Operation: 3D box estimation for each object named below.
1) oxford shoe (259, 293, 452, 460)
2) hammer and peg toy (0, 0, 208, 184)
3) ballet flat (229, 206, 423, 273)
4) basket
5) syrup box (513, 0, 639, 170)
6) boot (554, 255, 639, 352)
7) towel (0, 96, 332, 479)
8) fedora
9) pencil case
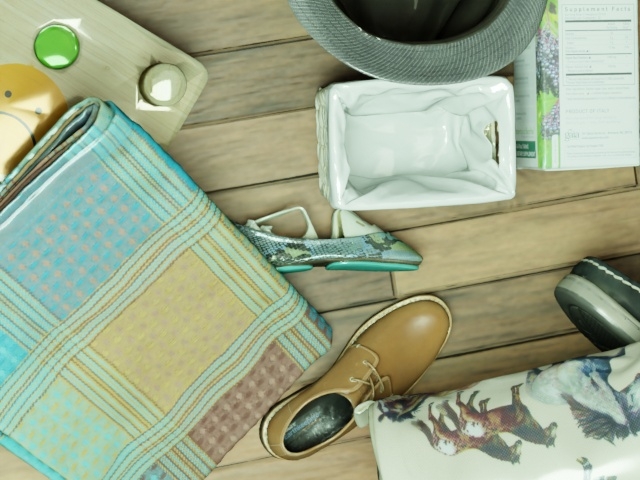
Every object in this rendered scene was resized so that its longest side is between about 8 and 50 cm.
[{"bbox_3d":[0.041,0.129,1.651,0.212,0.076,0.076,-41,97,-9],"label":"oxford shoe"},{"bbox_3d":[-0.311,-0.121,1.537,0.361,0.127,0.266,29,89,-12],"label":"hammer and peg toy"},{"bbox_3d":[0.000,0.000,1.641,0.188,0.070,0.070,-2,94,-13],"label":"ballet flat"},{"bbox_3d":[0.081,-0.088,1.630,0.167,0.103,0.113,-3,94,-11],"label":"basket"},{"bbox_3d":[0.231,-0.183,1.660,0.096,0.093,0.236,-3,94,-11],"label":"syrup box"},{"bbox_3d":[0.424,0.037,1.691,0.377,0.138,0.284,31,88,-16],"label":"boot"},{"bbox_3d":[-0.168,0.079,1.531,0.271,0.040,0.370,-46,132,-4],"label":"towel"},{"bbox_3d":[0.072,-0.248,1.598,0.244,0.124,0.275,-7,78,-10],"label":"fedora"},{"bbox_3d":[0.232,0.162,1.537,0.410,0.160,0.183,-16,52,10],"label":"pencil case"}]
